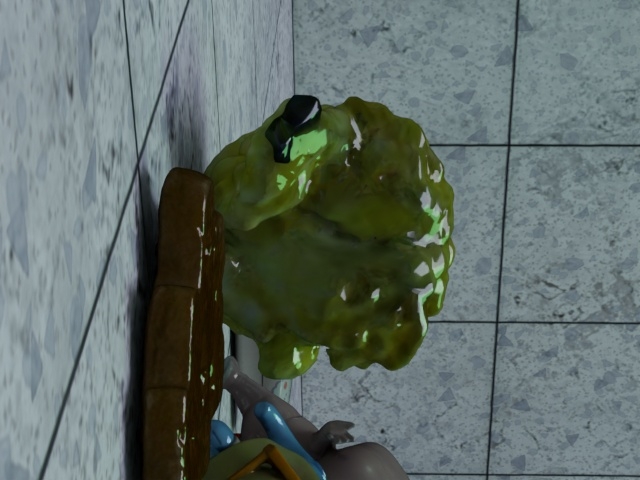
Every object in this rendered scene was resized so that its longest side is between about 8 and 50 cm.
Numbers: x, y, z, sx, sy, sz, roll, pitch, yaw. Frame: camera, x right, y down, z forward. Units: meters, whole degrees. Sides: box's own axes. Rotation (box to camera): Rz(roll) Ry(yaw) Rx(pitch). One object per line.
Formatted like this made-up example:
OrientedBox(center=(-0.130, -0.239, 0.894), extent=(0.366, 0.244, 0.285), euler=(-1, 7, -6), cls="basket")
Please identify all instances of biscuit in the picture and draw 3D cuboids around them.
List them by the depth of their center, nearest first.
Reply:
OrientedBox(center=(-0.107, 0.097, 1.023), extent=(0.278, 0.043, 0.301), euler=(91, 2, -45), cls="biscuit")

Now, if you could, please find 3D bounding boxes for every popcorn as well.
OrientedBox(center=(-0.005, 0.000, 1.281), extent=(0.237, 0.293, 0.293), euler=(3, -87, 51), cls="popcorn")

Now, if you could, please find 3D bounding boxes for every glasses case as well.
OrientedBox(center=(-0.070, 0.093, 1.692), extent=(0.113, 0.075, 0.296), euler=(-90, -179, -84), cls="glasses case")

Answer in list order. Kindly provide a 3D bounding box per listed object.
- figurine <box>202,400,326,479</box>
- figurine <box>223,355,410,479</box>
OrientedBox(center=(-0.065, 0.242, 1.215), extent=(0.262, 0.154, 0.180), euler=(179, -98, -75), cls="figurine")
OrientedBox(center=(-0.003, 0.248, 1.427), extent=(0.186, 0.287, 0.176), euler=(14, 105, -54), cls="figurine")
